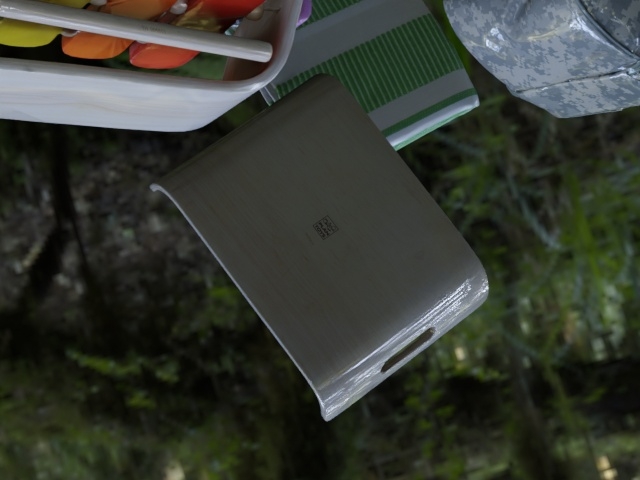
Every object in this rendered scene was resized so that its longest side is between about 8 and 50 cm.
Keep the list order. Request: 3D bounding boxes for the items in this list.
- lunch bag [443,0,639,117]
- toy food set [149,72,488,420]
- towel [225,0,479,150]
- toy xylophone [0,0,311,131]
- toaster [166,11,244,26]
[{"bbox_3d":[0.340,-0.312,2.017,0.256,0.212,0.305,22,167,-30],"label":"lunch bag"},{"bbox_3d":[0.000,0.000,1.542,0.219,0.306,0.092,-35,171,-17],"label":"toy food set"},{"bbox_3d":[0.010,-0.240,1.718,0.248,0.325,0.038,-28,166,-25],"label":"towel"},{"bbox_3d":[-0.152,-0.129,0.902,0.322,0.081,0.236,5,170,-31],"label":"toy xylophone"},{"bbox_3d":[-0.126,-0.274,1.195,0.168,0.186,0.110,11,-165,-1],"label":"toaster"}]
